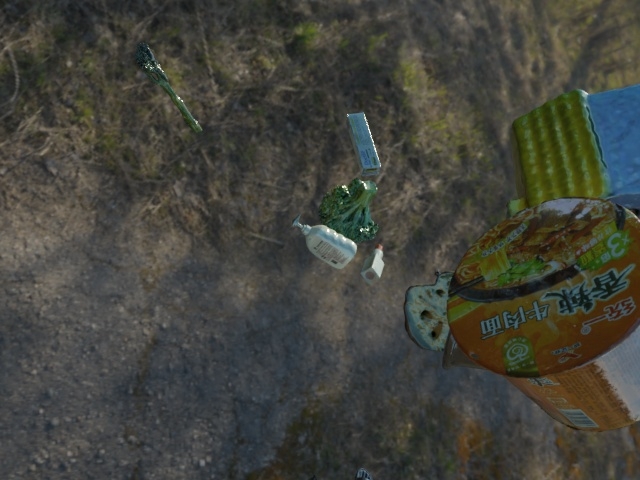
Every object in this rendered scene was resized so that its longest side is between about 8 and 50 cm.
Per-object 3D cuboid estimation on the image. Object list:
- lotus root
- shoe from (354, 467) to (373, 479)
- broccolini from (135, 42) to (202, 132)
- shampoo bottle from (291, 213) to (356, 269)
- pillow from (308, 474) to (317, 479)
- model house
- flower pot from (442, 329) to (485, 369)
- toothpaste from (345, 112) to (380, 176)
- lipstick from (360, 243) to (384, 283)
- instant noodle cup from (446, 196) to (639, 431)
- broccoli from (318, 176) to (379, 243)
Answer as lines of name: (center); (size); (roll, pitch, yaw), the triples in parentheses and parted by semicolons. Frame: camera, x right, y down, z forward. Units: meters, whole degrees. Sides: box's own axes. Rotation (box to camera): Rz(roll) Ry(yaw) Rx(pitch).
lotus root: (0.271, 0.142, 1.493); (0.078, 0.183, 0.204); (-81, 174, -63)
shoe: (0.110, 0.594, 1.539); (0.062, 0.053, 0.159); (31, 47, -27)
broccolini: (-0.346, -0.332, 1.525); (0.071, 0.057, 0.254); (-56, 145, -24)
shampoo bottle: (0.000, 0.000, 1.480); (0.152, 0.077, 0.045); (31, 33, -15)
pillow: (-0.020, 0.509, 1.231); (0.150, 0.090, 0.048); (56, 4, 39)
model house: (0.456, -0.107, 1.130); (0.215, 0.303, 0.237); (76, 12, -56)
flower pot: (0.333, 0.127, 1.187); (0.269, 0.166, 0.269); (-54, 154, -40)
toothpaste: (0.097, -0.228, 1.592); (0.046, 0.034, 0.164); (-8, 62, -11)
lipstick: (0.110, 0.039, 1.366); (0.030, 0.030, 0.129); (53, 27, -14)
instant noodle cup: (0.283, 0.093, 0.759); (0.182, 0.230, 0.230); (46, 42, -33)
broccoli: (0.104, -0.102, 1.977); (0.194, 0.194, 0.220); (46, 33, -33)
